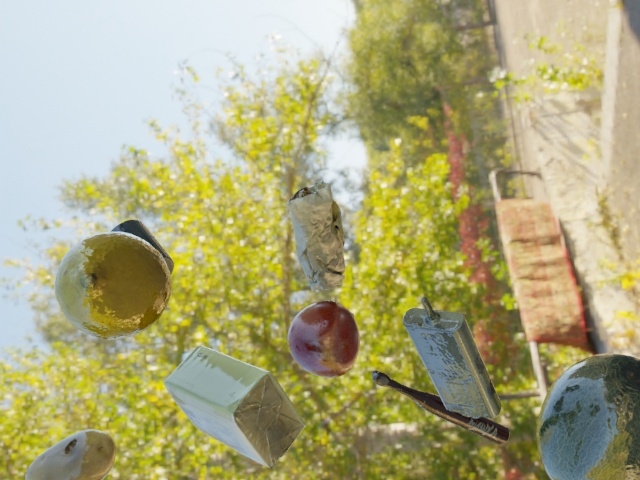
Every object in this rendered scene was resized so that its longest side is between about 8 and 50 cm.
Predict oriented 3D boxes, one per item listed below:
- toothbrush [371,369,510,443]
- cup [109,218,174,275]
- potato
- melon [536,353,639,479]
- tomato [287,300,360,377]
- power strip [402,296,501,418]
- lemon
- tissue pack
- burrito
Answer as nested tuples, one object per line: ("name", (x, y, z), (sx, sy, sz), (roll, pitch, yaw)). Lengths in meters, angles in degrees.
("toothbrush", (0.236, 0.324, 1.543), (0.363, 0.041, 0.041), (28, -138, -29))
("cup", (-0.472, 0.059, 2.070), (0.131, 0.155, 0.177), (-10, -49, -48))
("potato", (-0.585, 0.536, 1.893), (0.150, 0.233, 0.146), (67, -174, 32))
("melon", (0.532, 0.354, 1.501), (0.238, 0.237, 0.302), (-86, 6, -53))
("tomato", (0.011, 0.221, 1.748), (0.167, 0.167, 0.168), (-8, -90, -82))
("power strip", (0.190, 0.171, 1.165), (0.034, 0.092, 0.268), (-60, -43, -33))
("lemon", (-0.352, 0.076, 1.362), (0.244, 0.186, 0.187), (36, -134, -72))
("tissue pack", (-0.164, 0.307, 1.508), (0.125, 0.234, 0.159), (-46, -57, -28))
("burrito", (0.000, 0.000, 1.730), (0.076, 0.117, 0.392), (59, 170, 31))
